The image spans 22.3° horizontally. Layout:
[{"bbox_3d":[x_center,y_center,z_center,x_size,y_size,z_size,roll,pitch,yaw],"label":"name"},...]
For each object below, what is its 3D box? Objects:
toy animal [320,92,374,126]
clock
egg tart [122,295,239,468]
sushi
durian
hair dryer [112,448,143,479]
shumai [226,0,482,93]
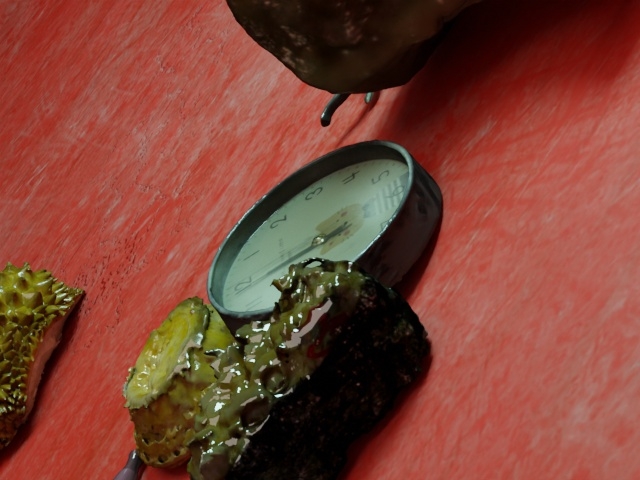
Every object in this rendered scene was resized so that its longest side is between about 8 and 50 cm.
[{"bbox_3d":[0.063,-0.244,1.672,0.137,0.082,0.269,-35,33,41],"label":"toy animal"},{"bbox_3d":[0.000,0.000,1.422,0.226,0.049,0.226,-28,28,16],"label":"clock"},{"bbox_3d":[-0.121,0.123,1.501,0.191,0.074,0.191,-41,28,27],"label":"egg tart"},{"bbox_3d":[-0.021,0.109,1.282,0.212,0.115,0.147,-51,23,6],"label":"sushi"},{"bbox_3d":[-0.382,0.139,1.885,0.183,0.138,0.249,-20,44,37],"label":"durian"},{"bbox_3d":[-0.187,0.245,1.483,0.106,0.054,0.154,-34,25,27],"label":"hair dryer"},{"bbox_3d":[0.109,-0.307,1.411,0.323,0.397,0.324,14,40,41],"label":"shumai"}]
